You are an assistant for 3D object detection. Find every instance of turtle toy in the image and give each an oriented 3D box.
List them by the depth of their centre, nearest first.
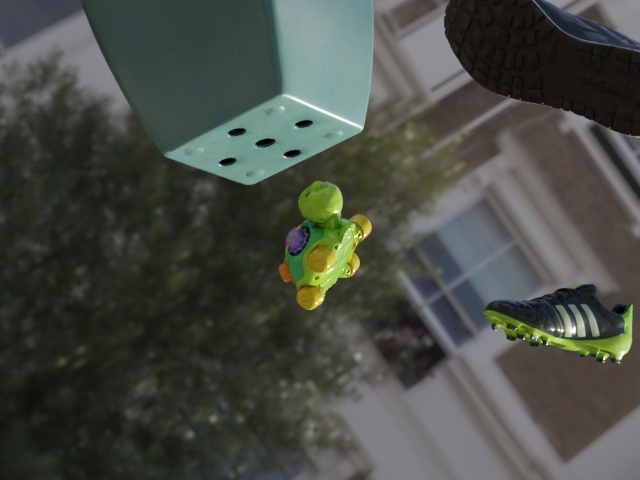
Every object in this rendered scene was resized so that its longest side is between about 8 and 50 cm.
[{"bbox_3d":[0.000,0.000,1.776,0.066,0.095,0.130,30,-50,17],"label":"turtle toy"}]

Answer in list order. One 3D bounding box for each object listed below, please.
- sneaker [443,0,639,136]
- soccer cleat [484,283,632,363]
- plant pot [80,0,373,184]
[{"bbox_3d":[0.260,-0.183,1.848,0.283,0.124,0.107,31,-69,26],"label":"sneaker"},{"bbox_3d":[0.239,0.074,1.795,0.060,0.179,0.072,-4,-107,58],"label":"soccer cleat"},{"bbox_3d":[-0.064,-0.171,1.252,0.166,0.165,0.234,-24,-113,28],"label":"plant pot"}]
